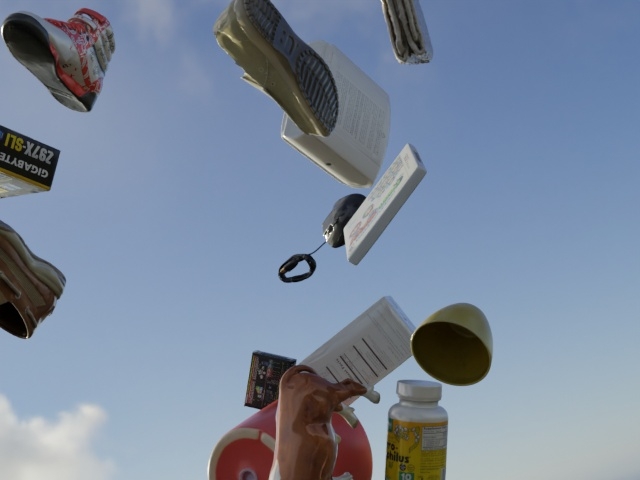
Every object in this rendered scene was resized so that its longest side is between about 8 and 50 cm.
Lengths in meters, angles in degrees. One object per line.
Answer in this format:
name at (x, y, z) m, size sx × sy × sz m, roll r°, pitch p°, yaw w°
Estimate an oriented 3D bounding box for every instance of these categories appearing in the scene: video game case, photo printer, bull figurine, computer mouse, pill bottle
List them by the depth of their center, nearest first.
video game case at (0.084, -0.051, 1.432) m, size 0.157 × 0.019 × 0.143 m, roll -54°, pitch 11°, yaw 14°
bull figurine at (-0.011, 0.355, 1.681) m, size 0.188 × 0.310 × 0.101 m, roll 7°, pitch -1°, yaw -32°
computer mouse at (0.000, 0.000, 1.862) m, size 0.041 × 0.071 × 0.242 m, roll 0°, pitch -37°, yaw -51°
pill bottle at (0.184, 0.375, 2.023) m, size 0.118 × 0.208 × 0.117 m, roll 3°, pitch 0°, yaw 0°
photo printer at (0.051, -0.278, 2.446) m, size 0.107 × 0.256 × 0.307 m, roll -4°, pitch -24°, yaw 37°

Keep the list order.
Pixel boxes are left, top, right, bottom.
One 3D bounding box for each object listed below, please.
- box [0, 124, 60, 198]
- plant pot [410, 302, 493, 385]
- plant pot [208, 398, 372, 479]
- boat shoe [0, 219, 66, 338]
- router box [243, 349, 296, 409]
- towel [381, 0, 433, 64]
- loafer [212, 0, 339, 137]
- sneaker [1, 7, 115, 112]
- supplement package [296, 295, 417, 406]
box at (-0.617, -0.145, 1.733) m, size 0.257 × 0.079 × 0.322 m, roll 22°, pitch -17°, yaw -40°
plant pot at (0.225, 0.156, 1.728) m, size 0.134 × 0.134 × 0.095 m, roll -29°, pitch 17°, yaw 39°
plant pot at (-0.072, 0.440, 2.056) m, size 0.275 × 0.275 × 0.243 m, roll -25°, pitch -12°, yaw 29°
boat shoe at (-0.465, 0.044, 1.451) m, size 0.123 × 0.116 × 0.324 m, roll 4°, pitch -24°, yaw 27°
router box at (-0.107, 0.303, 2.256) m, size 0.092 × 0.122 × 0.038 m, roll 11°, pitch 4°, yaw 19°
towel at (0.107, -0.332, 1.454) m, size 0.049 × 0.187 × 0.282 m, roll -15°, pitch 5°, yaw 11°
loafer at (-0.065, -0.261, 1.600) m, size 0.092 × 0.102 × 0.268 m, roll -10°, pitch -49°, yaw 36°
sneaker at (-0.419, -0.333, 1.723) m, size 0.090 × 0.145 × 0.270 m, roll 13°, pitch -19°, yaw 17°
supplement package at (0.086, 0.241, 2.215) m, size 0.244 × 0.134 × 0.139 m, roll -39°, pitch -8°, yaw 6°
